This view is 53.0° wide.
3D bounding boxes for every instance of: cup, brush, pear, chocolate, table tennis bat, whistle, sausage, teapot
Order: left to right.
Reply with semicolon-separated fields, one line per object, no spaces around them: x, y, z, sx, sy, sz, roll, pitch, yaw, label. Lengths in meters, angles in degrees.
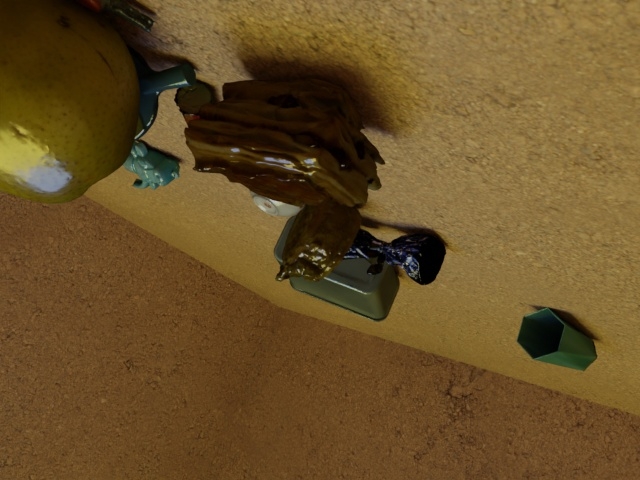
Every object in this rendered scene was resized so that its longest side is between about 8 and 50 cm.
-0.513;-0.272;1.138;0.362;0.362;0.418;7;126;51;pear
-0.419;-0.434;1.038;0.323;0.051;0.070;29;164;-21;brush
-0.394;-0.305;1.298;0.329;0.215;0.044;-4;-163;27;table tennis bat
-0.527;-0.232;1.934;0.274;0.093;0.186;20;140;28;whistle
-0.254;-0.254;1.403;0.083;0.083;0.264;23;167;4;sausage
-0.103;-0.126;1.613;0.246;0.116;0.159;-3;126;52;teapot
0.141;0.023;1.666;0.344;0.148;0.126;13;156;33;chocolate
0.684;0.289;1.821;0.236;0.134;0.148;23;143;-37;cup

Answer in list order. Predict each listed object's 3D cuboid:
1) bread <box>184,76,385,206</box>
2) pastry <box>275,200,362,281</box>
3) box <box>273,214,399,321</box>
-0.035;-0.165;1.154;0.314;0.191;0.370;11;174;26;bread
0.000;0.000;1.619;0.132;0.235;0.240;24;156;-14;pastry
0.057;0.092;1.998;0.352;0.177;0.344;21;166;15;box
